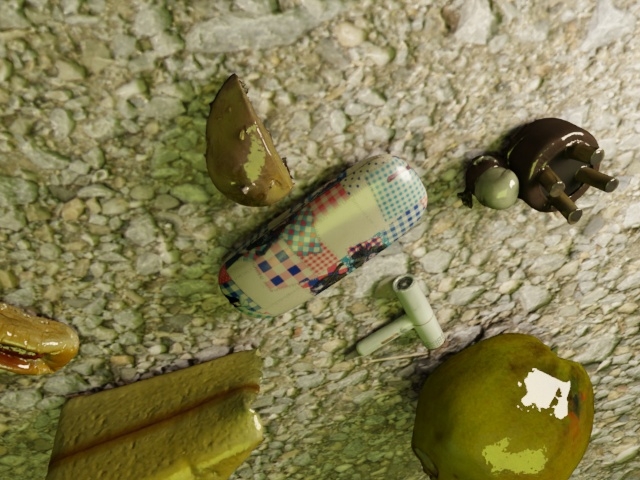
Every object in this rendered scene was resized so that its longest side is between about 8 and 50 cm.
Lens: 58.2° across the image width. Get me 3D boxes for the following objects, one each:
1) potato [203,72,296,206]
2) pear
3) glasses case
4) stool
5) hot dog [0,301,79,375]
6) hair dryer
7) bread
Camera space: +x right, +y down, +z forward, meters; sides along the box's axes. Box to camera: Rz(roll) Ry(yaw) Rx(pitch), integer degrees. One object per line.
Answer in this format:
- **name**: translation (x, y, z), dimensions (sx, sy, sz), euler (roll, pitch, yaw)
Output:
- **potato**: translation (-0.102, -0.104, 0.719), dimensions (0.100, 0.089, 0.172), euler (-20, 127, 6)
- **pear**: translation (0.305, 0.306, 0.979), dimensions (0.269, 0.269, 0.321), euler (36, 98, -29)
- **glasses case**: translation (0.000, 0.000, 0.817), dimensions (0.327, 0.076, 0.125), euler (-35, 125, 13)
- **stool**: translation (0.299, -0.090, 0.792), dimensions (0.217, 0.121, 0.125), euler (-16, 127, -6)
- **hot dog**: translation (-0.471, 0.132, 0.819), dimensions (0.242, 0.073, 0.084), euler (30, 109, -27)
- **hair dryer**: translation (0.101, 0.149, 0.963), dimensions (0.183, 0.044, 0.155), euler (-24, 123, 9)
- **bread**: translation (-0.222, 0.348, 0.915), dimensions (0.361, 0.233, 0.245), euler (-19, 125, 1)
